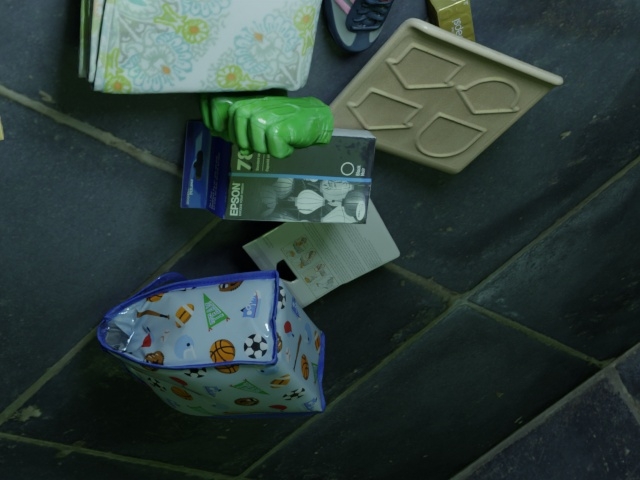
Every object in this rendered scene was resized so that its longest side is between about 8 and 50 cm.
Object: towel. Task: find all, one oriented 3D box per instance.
[{"bbox_3d":[-0.171,-0.371,1.715,0.374,0.090,0.321,-4,131,-22],"label":"towel"}]

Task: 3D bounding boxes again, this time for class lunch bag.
[{"bbox_3d":[-0.215,0.219,2.339,0.385,0.239,0.328,-9,149,16],"label":"lunch bag"}]

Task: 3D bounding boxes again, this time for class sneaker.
[{"bbox_3d":[0.077,-0.398,1.823,0.112,0.131,0.319,-15,143,-15],"label":"sneaker"}]

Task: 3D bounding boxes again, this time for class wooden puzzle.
[{"bbox_3d":[0.200,-0.260,2.048,0.322,0.081,0.348,16,146,-27],"label":"wooden puzzle"}]

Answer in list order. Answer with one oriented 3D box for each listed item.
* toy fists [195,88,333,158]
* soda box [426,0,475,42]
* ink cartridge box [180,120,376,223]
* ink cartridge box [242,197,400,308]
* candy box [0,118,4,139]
[{"bbox_3d":[-0.104,-0.198,1.863,0.142,0.279,0.096,-6,114,-30],"label":"toy fists"},{"bbox_3d":[0.230,-0.366,2.019,0.061,0.058,0.181,-23,144,-1],"label":"soda box"},{"bbox_3d":[-0.074,-0.118,2.031,0.332,0.065,0.166,1,109,-13],"label":"ink cartridge box"},{"bbox_3d":[0.000,0.000,2.341,0.261,0.066,0.296,-28,144,4],"label":"ink cartridge box"},{"bbox_3d":[-0.576,-0.185,1.721,0.186,0.109,0.053,-13,143,-16],"label":"candy box"}]
